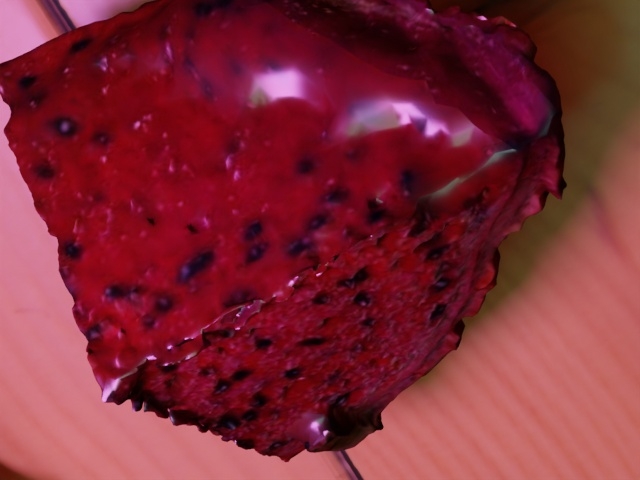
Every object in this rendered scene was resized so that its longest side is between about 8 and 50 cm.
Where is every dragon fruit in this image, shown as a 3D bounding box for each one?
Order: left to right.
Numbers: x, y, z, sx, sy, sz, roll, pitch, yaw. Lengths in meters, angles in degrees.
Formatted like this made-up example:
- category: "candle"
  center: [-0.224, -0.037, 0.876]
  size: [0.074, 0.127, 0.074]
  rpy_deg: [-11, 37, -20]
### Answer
- category: "dragon fruit"
  center: [0.000, 0.000, 0.943]
  size: [0.330, 0.240, 0.302]
  rpy_deg: [-20, 124, 32]
